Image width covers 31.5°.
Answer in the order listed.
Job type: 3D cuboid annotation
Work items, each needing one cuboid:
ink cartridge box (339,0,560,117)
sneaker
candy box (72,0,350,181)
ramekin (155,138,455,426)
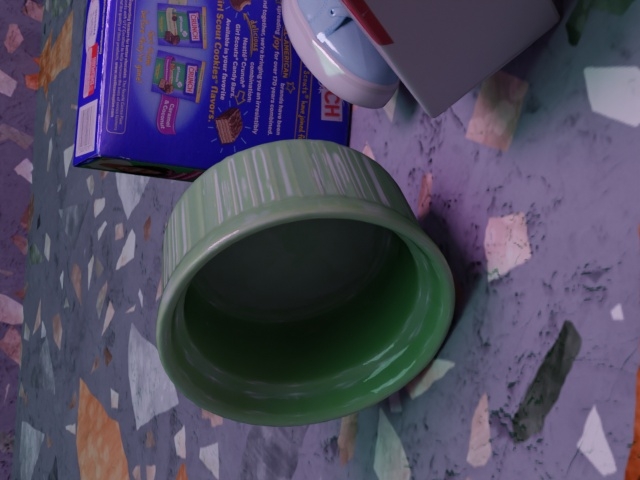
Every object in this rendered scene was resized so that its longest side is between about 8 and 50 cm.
[{"bbox_3d":[0.027,-0.345,1.079,0.160,0.279,0.384,-38,54,8],"label":"ink cartridge box"},{"bbox_3d":[0.035,-0.328,1.305,0.150,0.135,0.365,-52,42,50],"label":"sneaker"},{"bbox_3d":[-0.123,-0.205,1.383,0.122,0.317,0.268,-3,82,64],"label":"candy box"},{"bbox_3d":[-0.025,0.040,1.185,0.148,0.304,0.303,-106,34,-48],"label":"ramekin"}]
